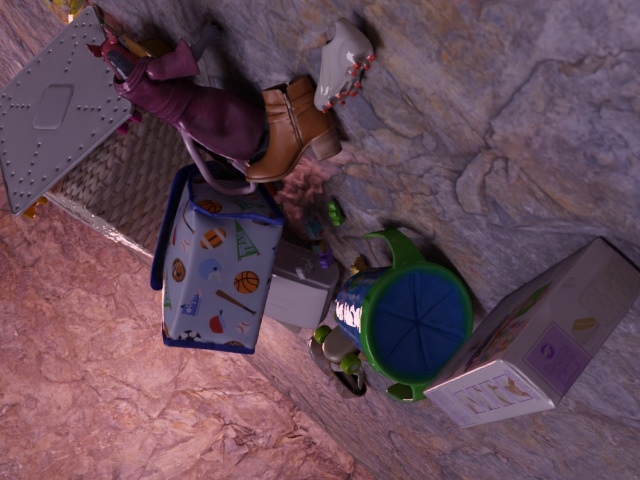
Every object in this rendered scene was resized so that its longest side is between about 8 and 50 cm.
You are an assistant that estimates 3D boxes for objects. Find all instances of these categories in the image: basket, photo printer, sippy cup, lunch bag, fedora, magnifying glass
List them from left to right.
[{"bbox_3d":[-0.471,-0.169,1.703,0.266,0.331,0.328,21,165,37],"label":"basket"},{"bbox_3d":[-0.368,-0.392,1.503,0.194,0.079,0.194,35,157,17],"label":"fedora"},{"bbox_3d":[-0.242,0.017,1.510,0.238,0.328,0.385,11,-160,-17],"label":"lunch bag"},{"bbox_3d":[-0.161,-0.194,1.563,0.092,0.026,0.231,21,146,48],"label":"magnifying glass"},{"bbox_3d":[-0.092,0.122,1.773,0.256,0.107,0.308,19,150,3],"label":"photo printer"},{"bbox_3d":[0.144,0.147,1.341,0.240,0.306,0.224,26,174,-22],"label":"sippy cup"}]

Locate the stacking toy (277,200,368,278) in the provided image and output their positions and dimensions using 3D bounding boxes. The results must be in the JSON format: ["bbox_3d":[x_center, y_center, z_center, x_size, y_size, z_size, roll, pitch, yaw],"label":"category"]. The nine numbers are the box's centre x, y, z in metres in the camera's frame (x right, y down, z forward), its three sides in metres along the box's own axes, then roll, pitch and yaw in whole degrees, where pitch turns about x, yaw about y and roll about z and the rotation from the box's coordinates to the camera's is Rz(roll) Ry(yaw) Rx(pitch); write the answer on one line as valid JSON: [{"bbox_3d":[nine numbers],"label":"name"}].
[{"bbox_3d":[0.000,0.000,1.525,0.166,0.052,0.221,-1,128,32],"label":"stacking toy"}]

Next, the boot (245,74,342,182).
[{"bbox_3d":[-0.073,-0.197,1.209,0.073,0.197,0.152,-88,-27,-63],"label":"boot"}]

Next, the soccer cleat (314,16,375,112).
[{"bbox_3d":[0.028,-0.263,1.030,0.076,0.068,0.196,59,159,6],"label":"soccer cleat"}]

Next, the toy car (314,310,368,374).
[{"bbox_3d":[0.100,0.295,1.833,0.155,0.149,0.188,42,174,41],"label":"toy car"}]

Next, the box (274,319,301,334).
[{"bbox_3d":[-0.159,0.156,1.988,0.275,0.094,0.113,37,180,-20],"label":"box"}]

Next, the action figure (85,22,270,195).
[{"bbox_3d":[-0.290,-0.264,1.297,0.248,0.276,0.370,-13,151,43],"label":"action figure"}]

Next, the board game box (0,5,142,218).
[{"bbox_3d":[-0.611,-0.304,1.587,0.050,0.390,0.390,31,-154,-55],"label":"board game box"}]

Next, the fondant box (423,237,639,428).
[{"bbox_3d":[0.307,0.155,1.020,0.096,0.238,0.330,43,159,8],"label":"fondant box"}]

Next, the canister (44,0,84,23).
[{"bbox_3d":[-0.611,-0.598,1.592,0.126,0.073,0.170,49,161,-8],"label":"canister"}]

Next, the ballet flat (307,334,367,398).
[{"bbox_3d":[0.069,0.400,2.151,0.106,0.108,0.316,2,142,34],"label":"ballet flat"}]
